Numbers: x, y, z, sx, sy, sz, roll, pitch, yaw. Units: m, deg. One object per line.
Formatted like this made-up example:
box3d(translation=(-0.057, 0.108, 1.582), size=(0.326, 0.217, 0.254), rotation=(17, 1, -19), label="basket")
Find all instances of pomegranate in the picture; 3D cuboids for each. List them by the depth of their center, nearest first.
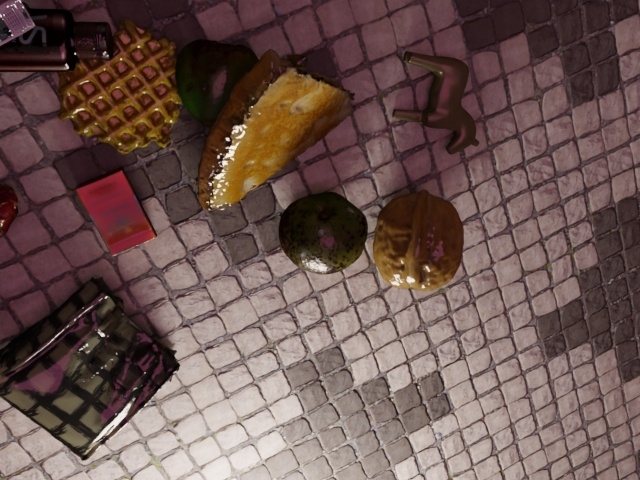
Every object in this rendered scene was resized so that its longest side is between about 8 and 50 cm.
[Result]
box3d(translation=(0.000, 0.000, 1.425), size=(0.214, 0.214, 0.248), rotation=(-6, 147, -15), label="pomegranate")

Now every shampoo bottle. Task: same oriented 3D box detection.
box3d(translation=(-0.573, -0.385, 1.127), size=(0.323, 0.084, 0.129), rotation=(-1, 81, -8), label="shampoo bottle")

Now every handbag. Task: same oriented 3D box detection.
box3d(translation=(-0.543, 0.300, 1.373), size=(0.327, 0.162, 0.325), rotation=(-41, 119, -8), label="handbag")

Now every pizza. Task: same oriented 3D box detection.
box3d(translation=(-0.108, -0.248, 1.219), size=(0.435, 0.392, 0.080), rotation=(-39, 77, -7), label="pizza")

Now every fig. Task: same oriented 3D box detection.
box3d(translation=(-0.212, -0.329, 1.221), size=(0.181, 0.181, 0.191), rotation=(13, 77, -21), label="fig")

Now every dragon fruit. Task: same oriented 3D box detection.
box3d(translation=(-0.701, -0.033, 1.238), size=(0.094, 0.094, 0.190), rotation=(19, 111, -22), label="dragon fruit")

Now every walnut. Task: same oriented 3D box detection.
box3d(translation=(0.244, 0.000, 1.466), size=(0.225, 0.257, 0.257), rotation=(6, 110, 15), label="walnut")

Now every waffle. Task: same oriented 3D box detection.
box3d(translation=(-0.421, -0.324, 1.241), size=(0.291, 0.051, 0.291), rotation=(-6, 111, -17), label="waffle")

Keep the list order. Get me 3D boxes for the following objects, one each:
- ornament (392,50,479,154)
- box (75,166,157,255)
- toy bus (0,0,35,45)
box3d(translation=(0.303, -0.333, 1.450), size=(0.245, 0.061, 0.230), rotation=(6, 109, -15), label="ornament")
box3d(translation=(-0.458, -0.065, 1.322), size=(0.112, 0.048, 0.175), rotation=(-24, 113, -9), label="box")
box3d(translation=(-0.618, -0.451, 1.053), size=(0.199, 0.096, 0.108), rotation=(44, 75, 8), label="toy bus")
